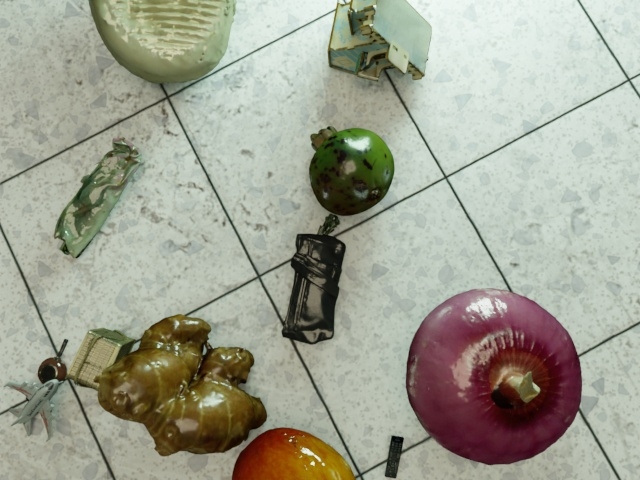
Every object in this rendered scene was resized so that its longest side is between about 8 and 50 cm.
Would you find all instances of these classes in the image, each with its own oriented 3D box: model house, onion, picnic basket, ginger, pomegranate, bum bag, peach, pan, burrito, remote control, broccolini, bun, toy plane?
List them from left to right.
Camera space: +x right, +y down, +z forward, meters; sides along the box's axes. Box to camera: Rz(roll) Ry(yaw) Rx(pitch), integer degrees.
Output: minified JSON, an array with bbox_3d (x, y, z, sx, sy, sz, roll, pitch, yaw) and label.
[{"bbox_3d":[-0.635,0.364,1.319,0.171,0.065,0.162,-44,83,13],"label":"toy plane"},{"bbox_3d":[-0.614,0.282,1.355,0.068,0.023,0.115,19,84,6],"label":"pan"},{"bbox_3d":[-0.526,-0.101,1.383,0.096,0.066,0.309,32,87,3],"label":"burrito"},{"bbox_3d":[-0.477,0.258,1.286,0.079,0.164,0.115,24,83,-4],"label":"picnic basket"},{"bbox_3d":[-0.357,-0.544,1.369,0.359,0.211,0.360,0,93,-1],"label":"bun"},{"bbox_3d":[-0.273,0.319,1.252,0.357,0.152,0.274,36,43,-7],"label":"ginger"},{"bbox_3d":[-0.049,0.512,1.195,0.280,0.238,0.281,10,105,40],"label":"peach"},{"bbox_3d":[-0.015,0.108,1.332,0.123,0.060,0.249,10,89,-2],"label":"bum bag"},{"bbox_3d":[0.000,0.000,1.373,0.035,0.030,0.140,32,89,-30],"label":"broccolini"},{"bbox_3d":[0.055,-0.171,1.323,0.202,0.202,0.248,-38,53,-3],"label":"pomegranate"},{"bbox_3d":[0.106,-0.462,1.352,0.206,0.271,0.178,7,85,39],"label":"model house"},{"bbox_3d":[0.162,0.479,1.302,0.034,0.016,0.091,13,83,-12],"label":"remote control"},{"bbox_3d":[0.356,0.289,1.184,0.358,0.345,0.359,-4,117,-7],"label":"onion"}]
